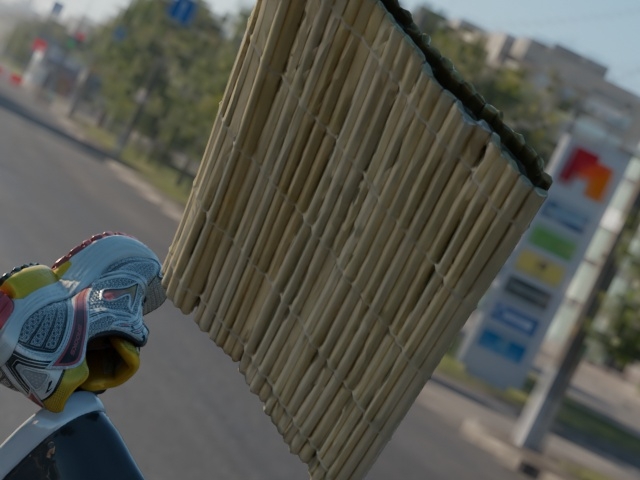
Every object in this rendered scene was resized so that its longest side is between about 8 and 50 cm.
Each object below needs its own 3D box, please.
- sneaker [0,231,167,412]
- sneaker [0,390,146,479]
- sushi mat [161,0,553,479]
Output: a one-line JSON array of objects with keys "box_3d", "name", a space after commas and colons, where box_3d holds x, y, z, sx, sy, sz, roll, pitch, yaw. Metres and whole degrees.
[{"box_3d": [-0.155, 0.062, 1.289, 0.093, 0.088, 0.225, 41, 23, 7], "name": "sneaker"}, {"box_3d": [-0.199, 0.250, 1.271, 0.147, 0.295, 0.104, 48, 24, 20], "name": "sneaker"}, {"box_3d": [0.000, 0.000, 0.821, 0.151, 0.019, 0.316, 50, -28, 14], "name": "sushi mat"}]
